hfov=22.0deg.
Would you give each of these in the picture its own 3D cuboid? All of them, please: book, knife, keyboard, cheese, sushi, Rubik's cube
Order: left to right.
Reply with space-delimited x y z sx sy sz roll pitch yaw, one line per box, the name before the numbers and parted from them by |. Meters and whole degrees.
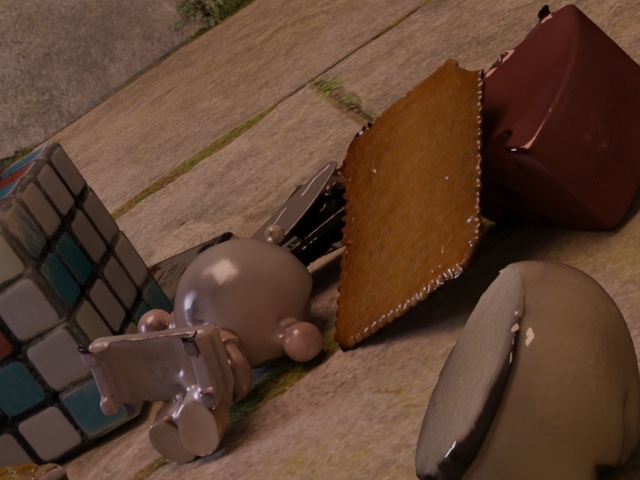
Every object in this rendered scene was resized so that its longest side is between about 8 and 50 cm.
Rubik's cube | -0.334 0.087 1.739 0.253 0.259 0.256 -28 19 15
book | -0.213 0.070 1.963 0.231 0.026 0.157 -25 19 27
knife | -0.067 0.004 1.787 0.244 0.032 0.058 -41 28 12
keyboard | 0.000 0.000 1.684 0.310 0.018 0.101 -39 -7 1
sushi | 0.014 -0.052 1.840 0.231 0.047 0.219 -27 18 22
cheese | 0.194 -0.083 1.426 0.203 0.128 0.177 -43 21 15

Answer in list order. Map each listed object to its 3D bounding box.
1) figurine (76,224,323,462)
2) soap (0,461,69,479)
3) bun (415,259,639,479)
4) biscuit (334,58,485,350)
figurine | -0.099 0.078 1.539 0.182 0.144 0.256 -29 13 35
soap | -0.336 0.304 1.412 0.173 0.089 0.274 -21 18 49
bun | 0.145 0.102 1.051 0.173 0.120 0.173 -158 90 -84
biscuit | 0.077 -0.038 1.465 0.237 0.013 0.232 -37 42 51
